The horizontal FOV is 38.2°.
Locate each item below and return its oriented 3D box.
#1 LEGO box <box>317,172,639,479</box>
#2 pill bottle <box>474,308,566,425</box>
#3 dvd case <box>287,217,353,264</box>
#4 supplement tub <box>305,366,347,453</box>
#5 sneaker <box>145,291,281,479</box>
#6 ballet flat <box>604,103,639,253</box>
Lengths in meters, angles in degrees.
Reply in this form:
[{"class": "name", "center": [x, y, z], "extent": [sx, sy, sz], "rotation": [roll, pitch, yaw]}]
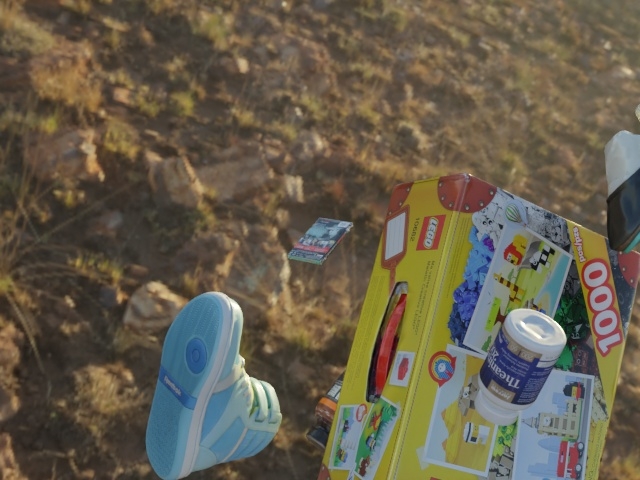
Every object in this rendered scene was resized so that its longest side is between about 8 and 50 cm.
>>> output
[{"class": "LEGO box", "center": [0.246, 0.201, 1.396], "extent": [0.372, 0.500, 0.193], "rotation": [21, -13, -27]}, {"class": "pill bottle", "center": [0.208, 0.138, 0.985], "extent": [0.067, 0.120, 0.067], "rotation": [13, 31, -8]}, {"class": "dvd case", "center": [0.000, 0.000, 1.839], "extent": [0.087, 0.013, 0.119], "rotation": [9, 47, 38]}, {"class": "supplement tub", "center": [0.063, 0.272, 1.547], "extent": [0.106, 0.106, 0.198], "rotation": [36, 73, 18]}, {"class": "sneaker", "center": [-0.136, 0.213, 1.419], "extent": [0.208, 0.319, 0.127], "rotation": [-1, 32, -39]}, {"class": "ballet flat", "center": [0.393, -0.108, 1.080], "extent": [0.096, 0.095, 0.280], "rotation": [39, 71, 10]}]
